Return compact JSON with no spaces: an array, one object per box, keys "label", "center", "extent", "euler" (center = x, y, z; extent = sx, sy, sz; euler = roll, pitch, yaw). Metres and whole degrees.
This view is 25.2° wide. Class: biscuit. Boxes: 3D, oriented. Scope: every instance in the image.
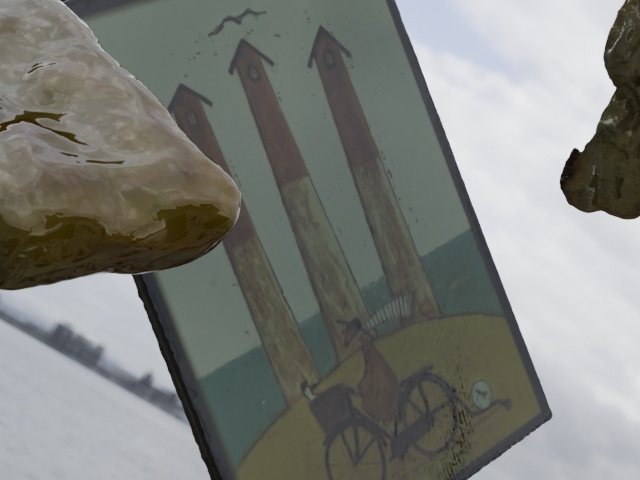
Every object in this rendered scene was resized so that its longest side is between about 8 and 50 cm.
[{"label":"biscuit","center":[-0.131,-0.039,0.423],"extent":[0.174,0.039,0.183],"euler":[-10,38,-37]},{"label":"biscuit","center":[0.238,-0.098,0.971],"extent":[0.118,0.183,0.061],"euler":[-10,33,-31]}]

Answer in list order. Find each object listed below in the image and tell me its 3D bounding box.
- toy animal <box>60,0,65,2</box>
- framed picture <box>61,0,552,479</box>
[{"label":"toy animal","center":[-0.102,-0.139,0.905],"extent":[0.253,0.079,0.070],"euler":[-12,33,-44]},{"label":"framed picture","center":[0.000,0.000,0.782],"extent":[0.013,0.244,0.324],"euler":[-14,-81,48]}]
